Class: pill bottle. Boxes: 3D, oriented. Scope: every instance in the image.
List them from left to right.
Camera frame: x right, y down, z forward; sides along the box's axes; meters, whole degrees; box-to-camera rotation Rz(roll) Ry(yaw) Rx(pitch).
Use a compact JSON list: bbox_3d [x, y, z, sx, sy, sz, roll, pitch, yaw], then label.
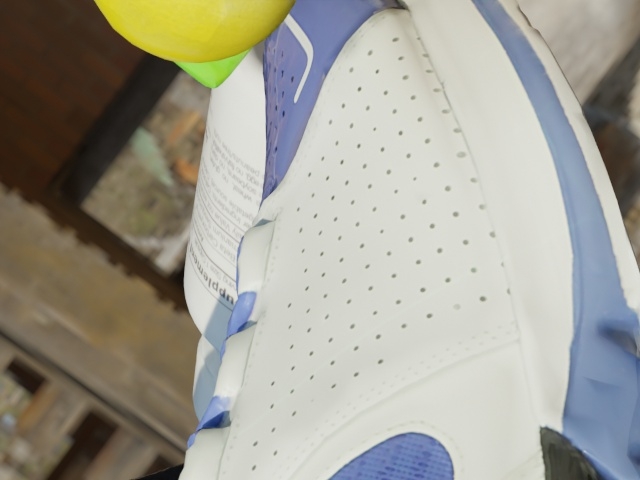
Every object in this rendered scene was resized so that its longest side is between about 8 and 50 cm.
[{"bbox_3d":[0.000,0.000,0.937,0.131,0.229,0.131,8,-144,-6],"label":"pill bottle"}]

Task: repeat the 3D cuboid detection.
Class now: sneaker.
[{"bbox_3d":[-0.005,0.076,0.404,0.127,0.182,0.315,69,-176,-50],"label":"sneaker"}]

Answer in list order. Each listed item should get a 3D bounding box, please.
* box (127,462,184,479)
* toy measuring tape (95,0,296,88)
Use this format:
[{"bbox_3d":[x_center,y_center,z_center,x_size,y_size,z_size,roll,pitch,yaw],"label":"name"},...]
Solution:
[{"bbox_3d":[-0.075,0.188,0.747,0.207,0.108,0.153,-10,-133,-50],"label":"box"},{"bbox_3d":[0.037,-0.151,0.428,0.121,0.330,0.121,15,135,15],"label":"toy measuring tape"}]
